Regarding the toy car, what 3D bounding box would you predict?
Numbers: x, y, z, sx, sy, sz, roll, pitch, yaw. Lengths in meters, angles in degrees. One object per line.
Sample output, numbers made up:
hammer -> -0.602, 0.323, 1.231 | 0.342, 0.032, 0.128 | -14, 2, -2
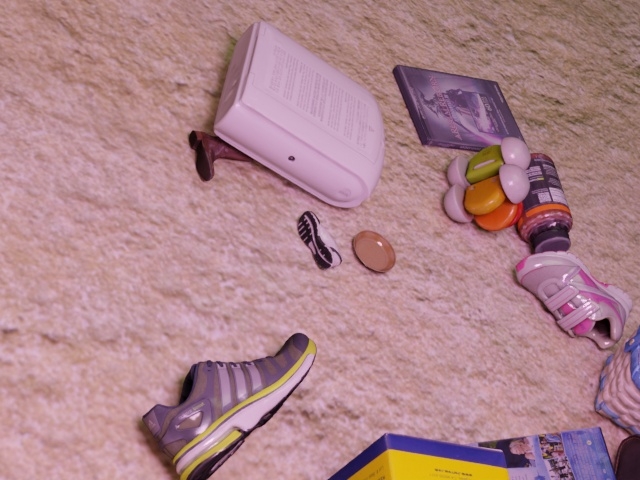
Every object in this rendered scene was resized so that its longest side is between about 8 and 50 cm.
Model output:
toy car -> 0.326, -0.094, 1.870 | 0.136, 0.159, 0.182 | 47, 37, -31

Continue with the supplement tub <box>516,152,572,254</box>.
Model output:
supplement tub -> 0.423, -0.065, 1.935 | 0.106, 0.106, 0.197 | 12, 51, -27

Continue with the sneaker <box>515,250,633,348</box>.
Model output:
sneaker -> 0.465, 0.110, 1.826 | 0.252, 0.103, 0.111 | 27, 44, -13

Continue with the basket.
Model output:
basket -> 0.628, 0.230, 1.707 | 0.255, 0.289, 0.201 | 38, 49, -7

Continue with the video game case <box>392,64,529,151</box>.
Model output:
video game case -> 0.290, -0.264, 2.060 | 0.274, 0.026, 0.196 | 3, 55, -34

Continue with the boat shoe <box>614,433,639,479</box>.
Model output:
boat shoe -> 0.481, 0.443, 1.552 | 0.130, 0.132, 0.355 | 27, 45, -12

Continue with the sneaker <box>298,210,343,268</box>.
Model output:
sneaker -> 0.000, 0.000, 1.644 | 0.044, 0.040, 0.109 | 1, 59, -54

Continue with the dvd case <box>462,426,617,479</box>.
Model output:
dvd case -> 0.316, 0.376, 1.483 | 0.253, 0.022, 0.180 | -7, 56, -4

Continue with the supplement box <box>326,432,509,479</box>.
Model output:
supplement box -> 0.134, 0.453, 1.258 | 0.195, 0.194, 0.356 | 14, 50, -25

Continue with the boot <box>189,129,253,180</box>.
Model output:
boot -> -0.150, -0.136, 1.646 | 0.114, 0.037, 0.106 | 7, 52, -36

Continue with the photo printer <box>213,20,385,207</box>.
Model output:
photo printer -> -0.021, -0.208, 1.720 | 0.308, 0.107, 0.256 | 30, 42, -23

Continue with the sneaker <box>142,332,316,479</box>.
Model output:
sneaker -> -0.114, 0.198, 1.356 | 0.121, 0.111, 0.300 | 43, 41, 8

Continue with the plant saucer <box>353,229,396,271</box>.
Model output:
plant saucer -> 0.089, 0.021, 1.699 | 0.083, 0.015, 0.083 | 18, 49, -22
